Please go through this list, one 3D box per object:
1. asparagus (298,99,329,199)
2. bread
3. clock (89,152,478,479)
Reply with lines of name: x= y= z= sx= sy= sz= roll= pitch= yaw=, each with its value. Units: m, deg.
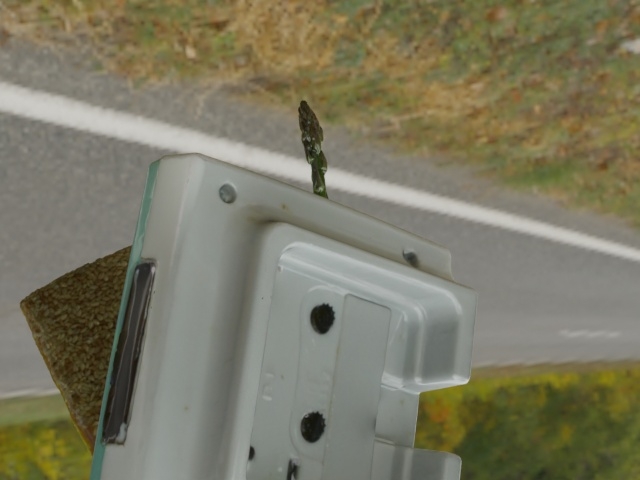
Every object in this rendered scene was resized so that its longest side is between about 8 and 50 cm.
asparagus: x=0.000 y=0.000 z=1.002 sx=0.023 sy=0.233 sz=0.022 roll=-7 pitch=175 yaw=29
bread: x=-0.177 y=0.122 z=1.251 sx=0.184 sy=0.234 sz=0.110 roll=-30 pitch=144 yaw=-8
clock: x=-0.016 y=0.095 z=0.796 sx=0.231 sy=0.262 sz=0.116 roll=22 pitch=158 yaw=-38
